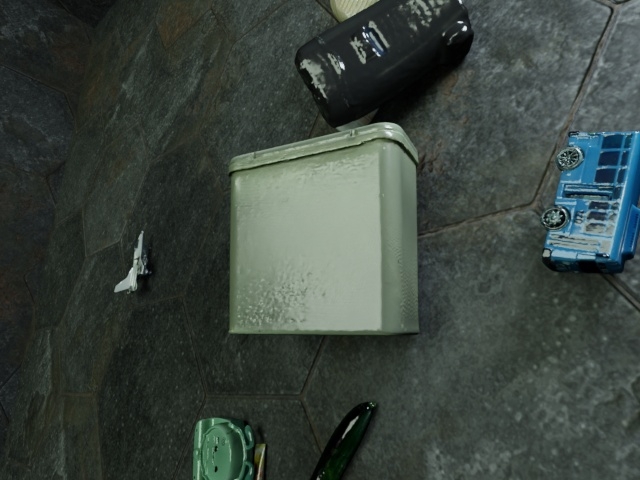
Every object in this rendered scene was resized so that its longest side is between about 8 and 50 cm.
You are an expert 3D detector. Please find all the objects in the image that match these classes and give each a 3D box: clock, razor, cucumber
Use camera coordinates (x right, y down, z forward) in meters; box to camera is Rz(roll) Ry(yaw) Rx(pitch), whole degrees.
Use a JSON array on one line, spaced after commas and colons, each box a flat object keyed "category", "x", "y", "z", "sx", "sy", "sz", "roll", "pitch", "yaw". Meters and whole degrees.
[{"category": "clock", "x": -0.212, "y": 0.473, "z": 0.932, "sx": 0.188, "sy": 0.060, "sz": 0.148, "roll": -22, "pitch": 62, "yaw": 38}, {"category": "razor", "x": 0.120, "y": -0.368, "z": 0.815, "sx": 0.326, "sy": 0.107, "sz": 0.189, "roll": -27, "pitch": 81, "yaw": 11}, {"category": "cucumber", "x": 0.018, "y": 0.410, "z": 0.754, "sx": 0.056, "sy": 0.056, "sz": 0.284, "roll": 30, "pitch": 92, "yaw": 44}]

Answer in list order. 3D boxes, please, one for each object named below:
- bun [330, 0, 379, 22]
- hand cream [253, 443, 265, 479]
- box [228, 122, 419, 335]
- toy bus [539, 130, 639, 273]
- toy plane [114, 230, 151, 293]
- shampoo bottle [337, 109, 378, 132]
[{"category": "bun", "x": 0.137, "y": -0.535, "z": 0.920, "sx": 0.237, "sy": 0.116, "sz": 0.210, "roll": 4, "pitch": 80, "yaw": 28}, {"category": "hand cream", "x": -0.130, "y": 0.486, "z": 0.885, "sx": 0.035, "sy": 0.022, "sz": 0.102, "roll": -26, "pitch": 55, "yaw": 43}, {"category": "box", "x": 0.000, "y": 0.000, "z": 0.776, "sx": 0.351, "sy": 0.177, "sz": 0.344, "roll": -6, "pitch": 75, "yaw": 26}, {"category": "toy bus", "x": 0.368, "y": -0.046, "z": 0.563, "sx": 0.106, "sy": 0.090, "sz": 0.185, "roll": 11, "pitch": 83, "yaw": 42}, {"category": "toy plane", "x": -0.622, "y": 0.083, "z": 1.439, "sx": 0.160, "sy": 0.082, "sz": 0.234, "roll": -22, "pitch": 47, "yaw": 47}, {"category": "shampoo bottle", "x": 0.103, "y": -0.314, "z": 0.906, "sx": 0.192, "sy": 0.074, "sz": 0.074, "roll": -56, "pitch": 47, "yaw": 11}]
